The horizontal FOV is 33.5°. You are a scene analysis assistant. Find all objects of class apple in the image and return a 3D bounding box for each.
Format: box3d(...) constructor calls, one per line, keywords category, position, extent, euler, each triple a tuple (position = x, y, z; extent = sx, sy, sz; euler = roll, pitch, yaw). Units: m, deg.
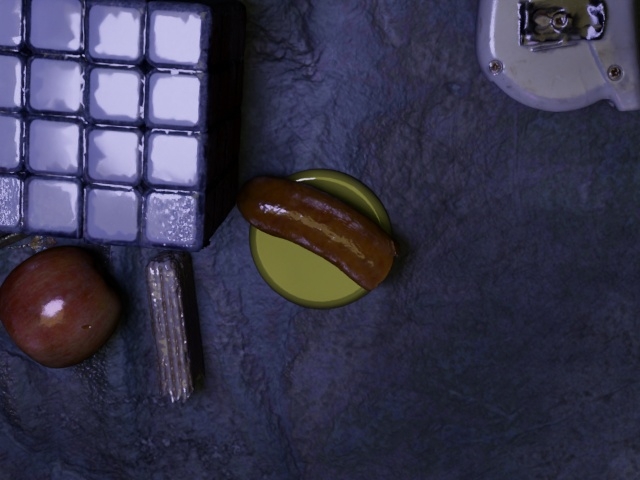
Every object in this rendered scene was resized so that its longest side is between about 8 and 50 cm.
box3d(category="apple", position=(-0.412, 0.103, 1.697), extent=(0.174, 0.188, 0.188), euler=(-36, 97, 0))

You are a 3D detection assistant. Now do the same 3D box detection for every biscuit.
box3d(category="biscuit", position=(-0.238, 0.136, 1.729), extent=(0.062, 0.108, 0.238), euler=(-4, 101, 7))

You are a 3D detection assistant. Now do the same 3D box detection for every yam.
box3d(category="yam", position=(-0.525, 0.000, 1.765), extent=(0.130, 0.033, 0.027), euler=(-23, 72, 4))

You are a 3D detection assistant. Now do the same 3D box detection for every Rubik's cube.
box3d(category="Rubik's cube", position=(-0.299, -0.189, 1.545), extent=(0.337, 0.344, 0.343), euler=(4, 101, 2))

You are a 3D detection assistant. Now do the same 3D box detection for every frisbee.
box3d(category="frisbee", position=(0.000, 0.000, 1.731), extent=(0.236, 0.017, 0.235), euler=(1, 101, 4))

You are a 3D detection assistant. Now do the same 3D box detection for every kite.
box3d(category="kite", position=(-0.476, 0.012, 1.774), extent=(0.078, 0.002, 0.044), euler=(-28, 99, 8))

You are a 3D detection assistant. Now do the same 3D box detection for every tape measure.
box3d(category="tape measure", position=(0.362, -0.314, 1.585), extent=(0.265, 0.130, 0.258), euler=(-7, 103, 6))

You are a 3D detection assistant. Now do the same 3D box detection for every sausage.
box3d(category="sausage", position=(-0.005, -0.022, 1.667), extent=(0.271, 0.109, 0.108), euler=(27, 102, -2))
